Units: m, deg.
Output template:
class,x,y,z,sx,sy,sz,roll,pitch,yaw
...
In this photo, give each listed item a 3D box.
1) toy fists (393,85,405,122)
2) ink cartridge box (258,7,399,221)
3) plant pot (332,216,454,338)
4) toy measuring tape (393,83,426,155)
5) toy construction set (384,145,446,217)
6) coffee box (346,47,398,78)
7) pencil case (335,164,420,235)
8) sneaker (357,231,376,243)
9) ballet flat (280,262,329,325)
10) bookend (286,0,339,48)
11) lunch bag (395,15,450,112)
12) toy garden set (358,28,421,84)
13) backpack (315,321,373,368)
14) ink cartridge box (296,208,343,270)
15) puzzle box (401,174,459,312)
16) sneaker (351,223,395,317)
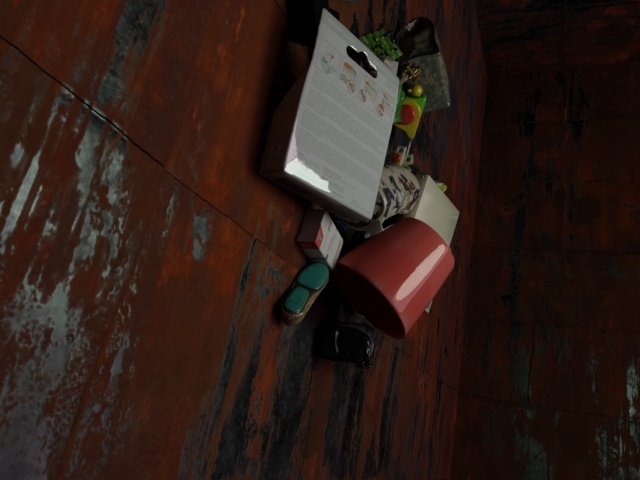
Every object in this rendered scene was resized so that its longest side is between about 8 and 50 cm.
class,x,y,z,sx,sy,sz,roll,pitch,yaw
toy fists,0.206,-0.449,1.663,0.279,0.096,0.142,-29,116,-60
ink cartridge box,0.036,-0.272,1.190,0.308,0.091,0.384,24,73,-44
plant pot,0.205,0.084,1.387,0.243,0.275,0.275,-41,136,-17
toy measuring tape,0.288,-0.405,1.867,0.121,0.122,0.330,-47,155,-55
toy construction set,0.334,-0.190,1.877,0.215,0.151,0.328,-56,138,-2
coffee box,0.100,-0.412,1.384,0.297,0.119,0.168,-25,125,-62
pencil case,0.175,-0.129,1.532,0.410,0.160,0.183,-23,93,-63
sneaker,0.164,0.017,1.634,0.191,0.071,0.082,23,77,-63
ballet flat,-0.041,0.128,1.225,0.206,0.073,0.067,-47,160,-51
bookend,-0.012,-0.544,1.216,0.156,0.072,0.157,-28,116,-63
lunch bag,0.374,-0.651,1.908,0.235,0.169,0.286,62,24,-45
toy garden set,0.232,-0.582,1.641,0.203,0.049,0.244,50,35,-7
backpack,0.084,0.276,1.394,0.182,0.152,0.115,38,65,-74
ink cartridge box,0.000,0.000,1.293,0.135,0.056,0.099,59,41,-48
puzzle box,0.352,0.016,1.786,0.272,0.052,0.408,38,67,-44
sneaker,0.176,0.089,1.581,0.305,0.114,0.152,-63,172,-4
